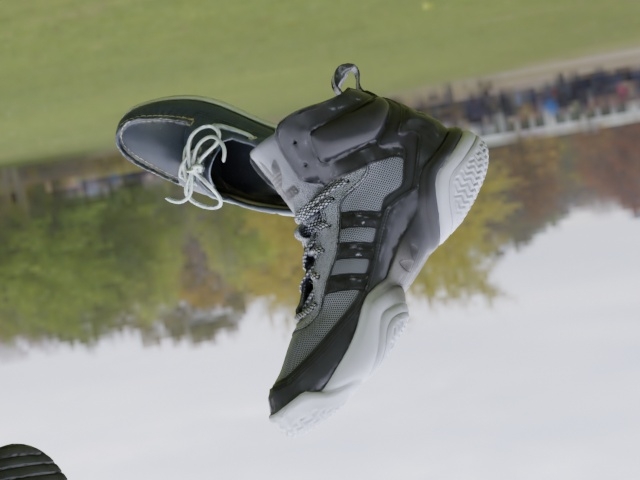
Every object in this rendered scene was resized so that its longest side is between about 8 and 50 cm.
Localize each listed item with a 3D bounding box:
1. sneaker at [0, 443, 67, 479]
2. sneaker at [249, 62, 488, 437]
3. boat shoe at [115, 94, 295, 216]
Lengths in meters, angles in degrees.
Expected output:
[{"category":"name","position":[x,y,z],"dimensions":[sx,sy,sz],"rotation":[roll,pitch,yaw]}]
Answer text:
[{"category":"sneaker","position":[-0.263,0.337,1.343],"dimensions":[0.122,0.330,0.146],"rotation":[0,169,-42]},{"category":"sneaker","position":[0.000,0.000,1.157],"dimensions":[0.268,0.153,0.101],"rotation":[-58,-172,-22]},{"category":"boat shoe","position":[-0.093,-0.076,1.595],"dimensions":[0.254,0.095,0.079],"rotation":[18,-151,13]}]
